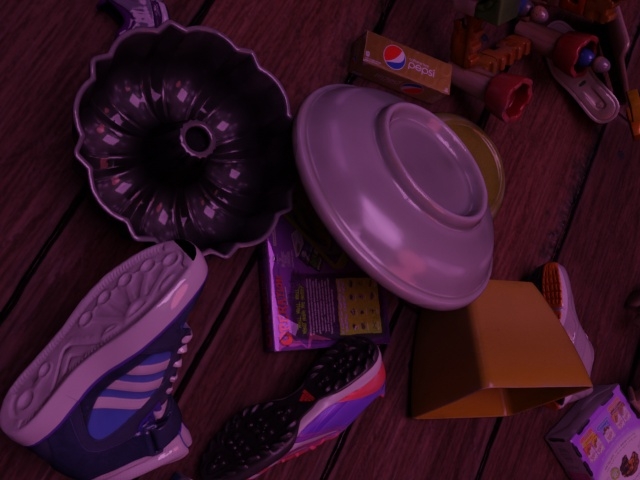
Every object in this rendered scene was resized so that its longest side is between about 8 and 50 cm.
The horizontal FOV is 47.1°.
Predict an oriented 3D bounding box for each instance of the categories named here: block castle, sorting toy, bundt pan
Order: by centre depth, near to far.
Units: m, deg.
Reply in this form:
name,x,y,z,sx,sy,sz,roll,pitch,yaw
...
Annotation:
name,x,y,z,sx,sy,sz,roll,pitch,yaw
bundt pan,-0.194,-0.127,1.028,0.330,0.124,0.331,6,78,-31
block castle,0.392,-0.452,1.241,0.303,0.453,0.213,-33,51,-29
sorting toy,0.578,-0.361,1.448,0.229,0.041,0.307,39,41,-62

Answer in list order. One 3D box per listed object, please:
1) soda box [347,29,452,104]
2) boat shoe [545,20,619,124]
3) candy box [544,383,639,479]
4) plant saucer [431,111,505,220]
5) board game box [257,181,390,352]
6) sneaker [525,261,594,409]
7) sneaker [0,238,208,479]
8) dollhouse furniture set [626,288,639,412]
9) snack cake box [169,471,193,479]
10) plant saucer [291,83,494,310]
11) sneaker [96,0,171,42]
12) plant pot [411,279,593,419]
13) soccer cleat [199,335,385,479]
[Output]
name,x,y,z,sx,sy,sz,roll,pitch,yaw
soda box,0.143,-0.305,1.304,0.181,0.058,0.061,16,74,-24
boat shoe,0.529,-0.342,1.509,0.233,0.084,0.079,59,24,2
candy box,0.530,0.393,1.354,0.164,0.070,0.196,-35,96,-28
plant saucer,0.249,-0.124,1.334,0.240,0.037,0.241,6,77,-26
board game box,0.000,0.000,1.181,0.208,0.056,0.347,2,79,-31
sneaker,0.443,0.170,1.351,0.121,0.099,0.263,0,88,-34
sneaker,-0.218,0.174,0.948,0.323,0.130,0.236,-46,133,-5
dollhouse furniture set,0.680,0.235,1.424,0.212,0.161,0.242,46,27,-12
snack cake box,-0.135,0.459,0.997,0.264,0.089,0.152,44,66,-13
plant saucer,0.143,-0.093,1.096,0.400,0.100,0.401,27,44,-29
sneaker,-0.291,-0.392,1.093,0.098,0.083,0.224,-13,87,-23
plant pot,0.274,0.175,1.202,0.212,0.212,0.187,5,63,-25
soccer cleat,-0.028,0.273,1.085,0.318,0.108,0.116,-35,129,-20
